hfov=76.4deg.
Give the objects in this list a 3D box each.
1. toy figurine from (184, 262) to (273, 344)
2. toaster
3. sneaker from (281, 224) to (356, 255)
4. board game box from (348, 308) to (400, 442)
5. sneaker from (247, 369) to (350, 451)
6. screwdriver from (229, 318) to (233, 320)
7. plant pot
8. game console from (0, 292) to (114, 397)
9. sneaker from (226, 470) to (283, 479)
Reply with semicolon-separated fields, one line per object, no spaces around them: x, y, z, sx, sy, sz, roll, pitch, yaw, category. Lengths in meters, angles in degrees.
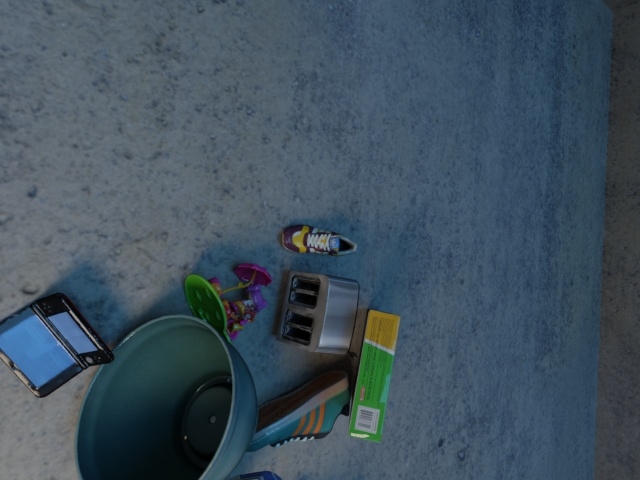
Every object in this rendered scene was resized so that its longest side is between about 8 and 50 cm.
-0.162;0.117;0.827;0.159;0.130;0.173;-27;97;-42;toy figurine
-0.004;0.158;0.896;0.110;0.185;0.168;15;82;-44;toaster
0.000;0.000;0.960;0.185;0.083;0.070;5;87;-36;sneaker
0.120;0.281;0.931;0.064;0.316;0.243;10;83;7;board game box
-0.042;0.409;0.916;0.301;0.108;0.121;-15;95;-36;sneaker
-0.197;0.238;0.859;0.025;0.024;0.170;12;84;-65;screwdriver
-0.227;0.301;0.704;0.293;0.292;0.196;-62;148;-18;plant pot
-0.433;0.172;0.654;0.144;0.124;0.085;62;33;-19;game console
-0.191;0.496;0.751;0.315;0.182;0.128;-32;85;9;sneaker
